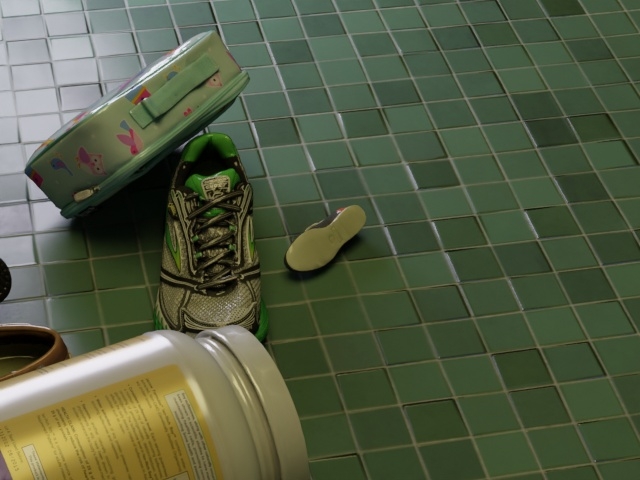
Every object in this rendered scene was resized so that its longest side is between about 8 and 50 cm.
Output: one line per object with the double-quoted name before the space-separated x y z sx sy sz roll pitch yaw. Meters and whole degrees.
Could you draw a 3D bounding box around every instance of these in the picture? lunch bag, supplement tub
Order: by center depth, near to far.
"supplement tub" -0.203 0.227 1.599 0.331 0.241 0.241 -17 44 -23
"lunch bag" -0.227 -0.145 2.057 0.108 0.224 0.279 54 48 -10

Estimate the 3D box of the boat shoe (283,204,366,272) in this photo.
"boat shoe" 0.000 0.000 2.038 0.137 0.049 0.043 -38 13 -35

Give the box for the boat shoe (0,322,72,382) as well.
"boat shoe" -0.424 0.147 1.762 0.324 0.120 0.122 -10 50 -16

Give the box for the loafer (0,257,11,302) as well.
"loafer" -0.460 0.087 1.888 0.220 0.080 0.078 -29 17 -31

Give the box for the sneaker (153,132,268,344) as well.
"sneaker" -0.137 0.004 1.942 0.134 0.146 0.343 -4 41 -9
